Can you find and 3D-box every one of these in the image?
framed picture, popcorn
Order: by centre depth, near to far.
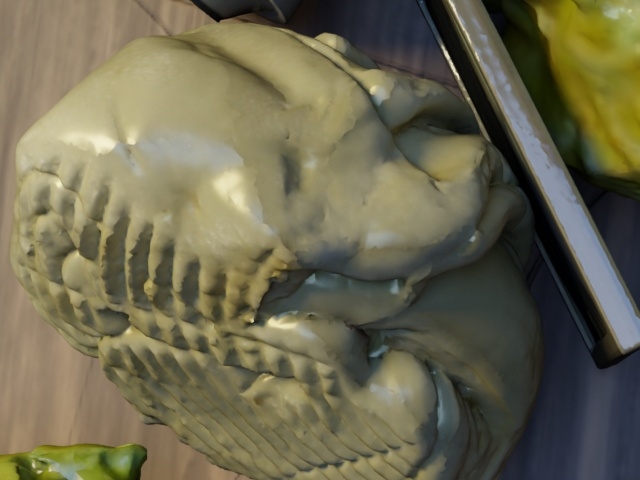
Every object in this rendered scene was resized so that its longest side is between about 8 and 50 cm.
[{"bbox_3d":[0.186,-0.165,0.847,0.225,0.276,0.276,-27,80,-1],"label":"popcorn"},{"bbox_3d":[0.106,-0.053,0.889,0.018,0.192,0.265,-26,80,2],"label":"framed picture"}]

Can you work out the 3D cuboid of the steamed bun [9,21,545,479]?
[{"bbox_3d":[0.000,0.002,0.879,0.289,0.276,0.203,27,57,4],"label":"steamed bun"}]

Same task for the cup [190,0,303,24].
[{"bbox_3d":[-0.027,-0.326,0.918,0.253,0.253,0.371,36,89,12],"label":"cup"}]

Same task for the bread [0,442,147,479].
[{"bbox_3d":[-0.262,0.255,0.898,0.376,0.208,0.251,-8,122,11],"label":"bread"}]
